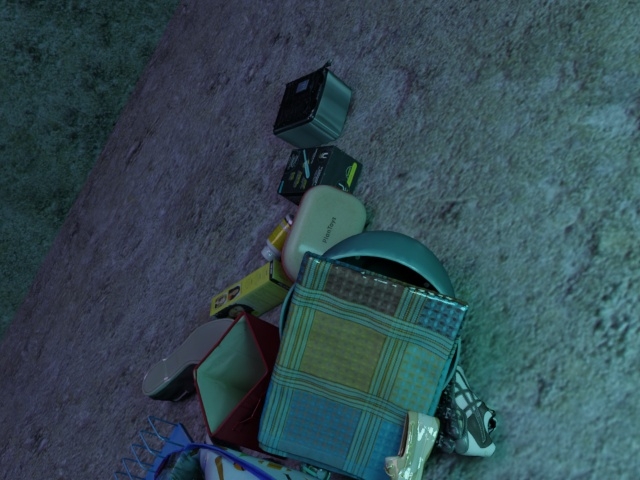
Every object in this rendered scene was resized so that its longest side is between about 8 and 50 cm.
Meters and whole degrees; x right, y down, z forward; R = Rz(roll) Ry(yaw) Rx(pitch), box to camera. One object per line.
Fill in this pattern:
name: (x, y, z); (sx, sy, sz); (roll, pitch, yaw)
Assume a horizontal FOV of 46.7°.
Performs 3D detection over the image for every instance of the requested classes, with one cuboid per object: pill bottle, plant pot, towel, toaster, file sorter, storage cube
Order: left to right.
file sorter: (-0.394, 0.520, 1.749); (0.170, 0.104, 0.118); (-59, 34, 2)
storage cube: (-0.114, 0.294, 1.488); (0.184, 0.193, 0.215); (-50, 37, 14)
pill bottle: (-0.089, -0.002, 1.781); (0.116, 0.065, 0.065); (-50, 36, 14)
toaster: (-0.017, -0.341, 1.898); (0.185, 0.110, 0.168); (-11, 58, 48)
towel: (0.056, 0.222, 1.180); (0.040, 0.271, 0.370); (-58, -16, -66)
plant pot: (0.099, 0.116, 1.278); (0.293, 0.293, 0.235); (-42, 6, 23)

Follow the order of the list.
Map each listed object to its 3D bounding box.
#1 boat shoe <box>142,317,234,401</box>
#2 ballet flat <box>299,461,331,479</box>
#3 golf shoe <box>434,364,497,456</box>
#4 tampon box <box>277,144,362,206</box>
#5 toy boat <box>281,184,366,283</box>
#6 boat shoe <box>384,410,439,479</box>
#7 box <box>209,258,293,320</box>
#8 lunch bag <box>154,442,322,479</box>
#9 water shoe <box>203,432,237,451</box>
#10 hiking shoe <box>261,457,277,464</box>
boat shoe: (-0.298, 0.297, 1.820); (0.335, 0.095, 0.112); (-35, 45, 24)
ballet flat: (-0.013, 0.373, 1.351); (0.070, 0.070, 0.188); (-55, 7, 7)
golf shoe: (0.232, 0.276, 1.187); (0.198, 0.093, 0.077); (-75, 6, -60)
tampon box: (-0.002, -0.144, 1.744); (0.161, 0.101, 0.121); (3, 68, 51)
toy boat: (0.000, 0.000, 1.634); (0.151, 0.150, 0.231); (134, 158, -76)
boat shoe: (0.125, 0.340, 1.123); (0.063, 0.059, 0.170); (110, -177, -71)
box: (-0.158, 0.131, 1.755); (0.232, 0.087, 0.058); (-34, 40, 34)
lunch bag: (-0.063, 0.481, 1.178); (0.385, 0.327, 0.239); (14, 71, 53)
water shoe: (-0.201, 0.494, 1.577); (0.203, 0.072, 0.080); (-122, 45, -55)
hiking shoe: (-0.150, 0.533, 1.451); (0.086, 0.114, 0.227); (-4, 34, 45)
